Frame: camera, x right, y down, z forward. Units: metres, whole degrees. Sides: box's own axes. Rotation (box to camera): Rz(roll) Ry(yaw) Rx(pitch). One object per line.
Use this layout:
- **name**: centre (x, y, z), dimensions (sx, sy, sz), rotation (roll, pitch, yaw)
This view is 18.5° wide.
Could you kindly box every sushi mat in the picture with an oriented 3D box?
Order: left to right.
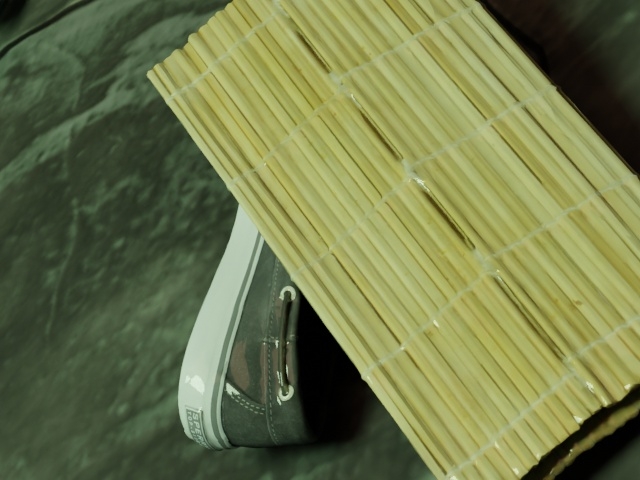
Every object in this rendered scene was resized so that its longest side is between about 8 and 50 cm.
- **sushi mat**: centre (0.048, -0.026, 0.891), dimensions (0.151, 0.019, 0.316), rotation (-36, 53, -1)

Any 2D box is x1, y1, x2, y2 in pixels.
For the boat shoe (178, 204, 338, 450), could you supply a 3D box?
- **boat shoe**: centre (0.000, 0.000, 0.950), dimensions (0.076, 0.080, 0.228), rotation (5, 54, 22)
